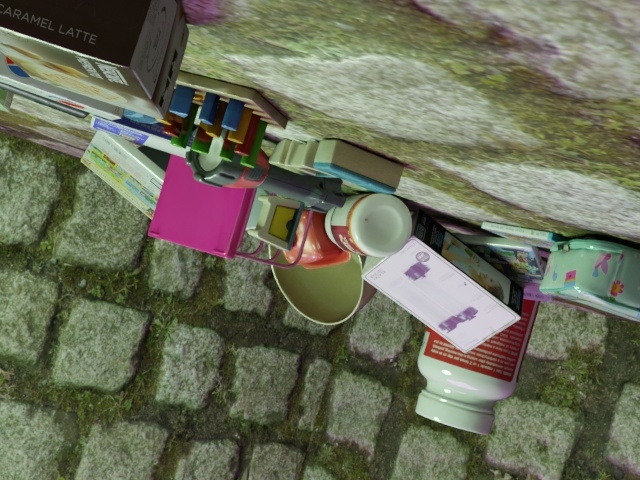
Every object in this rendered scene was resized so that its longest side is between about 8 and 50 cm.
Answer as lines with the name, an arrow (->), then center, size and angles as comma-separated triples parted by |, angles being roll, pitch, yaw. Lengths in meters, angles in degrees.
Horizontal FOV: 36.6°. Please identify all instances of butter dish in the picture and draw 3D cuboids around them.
butter dish -> -0.037, -0.009, 2.030 | 0.118, 0.160, 0.159 | -23, -173, -42

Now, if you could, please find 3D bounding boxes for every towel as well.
towel -> -0.317, -0.218, 1.578 | 0.067, 0.029, 0.119 | 14, 175, 36

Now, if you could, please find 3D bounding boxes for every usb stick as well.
usb stick -> -0.512, -0.267, 1.611 | 0.278, 0.045, 0.077 | 18, -176, -32

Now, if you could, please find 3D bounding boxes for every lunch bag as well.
lunch bag -> 0.510, 0.072, 1.599 | 0.279, 0.108, 0.224 | 17, 178, -4

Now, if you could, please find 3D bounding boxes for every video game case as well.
video game case -> 0.390, -0.003, 1.752 | 0.119, 0.015, 0.166 | 19, 176, -38
video game case -> -0.415, -0.145, 2.134 | 0.227, 0.026, 0.206 | 40, 152, -10
video game case -> 0.359, 0.054, 1.963 | 0.201, 0.023, 0.183 | 7, 145, 34

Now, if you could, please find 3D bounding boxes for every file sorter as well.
file sorter -> -0.171, -0.066, 1.928 | 0.182, 0.202, 0.290 | 17, 177, -40

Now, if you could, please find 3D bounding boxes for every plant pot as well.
plant pot -> 0.049, 0.025, 2.184 | 0.284, 0.284, 0.191 | 14, -154, 41

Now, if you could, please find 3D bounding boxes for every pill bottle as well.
pill bottle -> 0.087, -0.031, 1.892 | 0.121, 0.121, 0.221 | 18, 177, -16
pill bottle -> 0.352, 0.213, 2.170 | 0.229, 0.408, 0.229 | 17, 177, 1

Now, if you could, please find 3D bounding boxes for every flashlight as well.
flashlight -> -0.087, -0.115, 1.613 | 0.103, 0.103, 0.304 | -17, 162, 33

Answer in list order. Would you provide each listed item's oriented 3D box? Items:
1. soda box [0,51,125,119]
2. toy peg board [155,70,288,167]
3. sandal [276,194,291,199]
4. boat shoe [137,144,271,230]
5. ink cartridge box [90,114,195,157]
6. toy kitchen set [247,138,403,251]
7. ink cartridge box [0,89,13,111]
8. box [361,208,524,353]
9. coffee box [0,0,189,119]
soda box -> -0.361, -0.227, 1.281 | 0.216, 0.069, 0.074 | 19, 177, -22
toy peg board -> -0.146, -0.158, 1.267 | 0.161, 0.079, 0.160 | 15, 177, 14
sandal -> -0.045, -0.101, 1.991 | 0.049, 0.072, 0.180 | -6, -176, -28
boat shoe -> -0.252, -0.109, 2.207 | 0.367, 0.136, 0.156 | 19, 177, 18
ink cartridge box -> -0.303, -0.197, 1.723 | 0.206, 0.045, 0.208 | 18, 178, -15
toy kitchen set -> 0.002, -0.056, 1.463 | 0.122, 0.166, 0.207 | 18, 177, -28
ink cartridge box -> -0.709, -0.311, 1.818 | 0.235, 0.056, 0.171 | 15, 178, -7
box -> 0.247, 0.087, 1.946 | 0.290, 0.087, 0.169 | 36, 131, -15
coffee box -> -0.197, -0.186, 0.820 | 0.141, 0.098, 0.246 | 17, 177, -4
